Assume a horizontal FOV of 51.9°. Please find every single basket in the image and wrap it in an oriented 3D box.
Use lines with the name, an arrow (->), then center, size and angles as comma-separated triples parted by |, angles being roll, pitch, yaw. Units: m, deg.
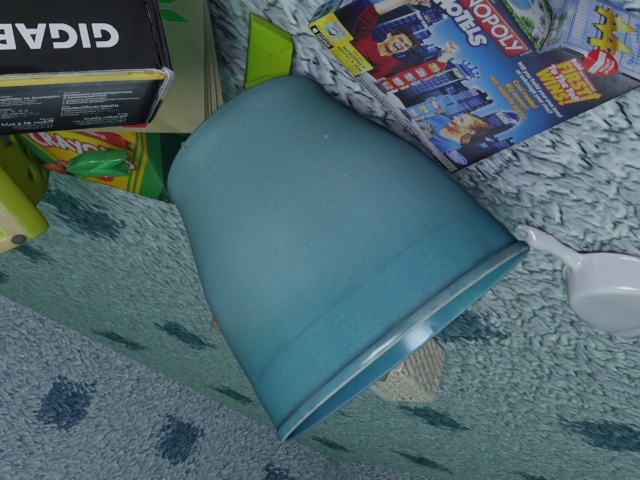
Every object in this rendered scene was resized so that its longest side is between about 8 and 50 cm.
basket -> 0.136, 0.205, 1.139 | 0.103, 0.113, 0.167 | 0, 149, 35

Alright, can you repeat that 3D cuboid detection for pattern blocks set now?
pattern blocks set -> -0.168, -0.170, 0.581 | 0.285, 0.026, 0.325 | 5, 141, -16

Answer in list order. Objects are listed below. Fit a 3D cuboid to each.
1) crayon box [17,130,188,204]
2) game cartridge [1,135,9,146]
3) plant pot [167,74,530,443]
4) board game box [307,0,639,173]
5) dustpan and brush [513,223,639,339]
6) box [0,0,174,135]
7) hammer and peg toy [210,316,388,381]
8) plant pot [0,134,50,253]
crayon box -> -0.280, -0.173, 0.735 | 0.202, 0.081, 0.318 | 15, 155, 15
game cartridge -> -0.593, -0.176, 0.996 | 0.230, 0.068, 0.355 | 22, 156, -4
plant pot -> 0.000, 0.000, 0.610 | 0.255, 0.272, 0.271 | 51, 161, 15
board game box -> 0.126, -0.142, 0.484 | 0.194, 0.060, 0.194 | -9, 142, 47
dustpan and brush -> 0.306, 0.040, 0.736 | 0.211, 0.060, 0.147 | 20, 156, -12
box -> -0.261, -0.177, 0.329 | 0.322, 0.257, 0.079 | -10, 169, -28
hammer and peg toy -> -0.017, 0.103, 0.906 | 0.266, 0.127, 0.361 | 17, 174, 20
plant pot -> -0.473, -0.083, 0.791 | 0.227, 0.207, 0.228 | -24, 141, -4
